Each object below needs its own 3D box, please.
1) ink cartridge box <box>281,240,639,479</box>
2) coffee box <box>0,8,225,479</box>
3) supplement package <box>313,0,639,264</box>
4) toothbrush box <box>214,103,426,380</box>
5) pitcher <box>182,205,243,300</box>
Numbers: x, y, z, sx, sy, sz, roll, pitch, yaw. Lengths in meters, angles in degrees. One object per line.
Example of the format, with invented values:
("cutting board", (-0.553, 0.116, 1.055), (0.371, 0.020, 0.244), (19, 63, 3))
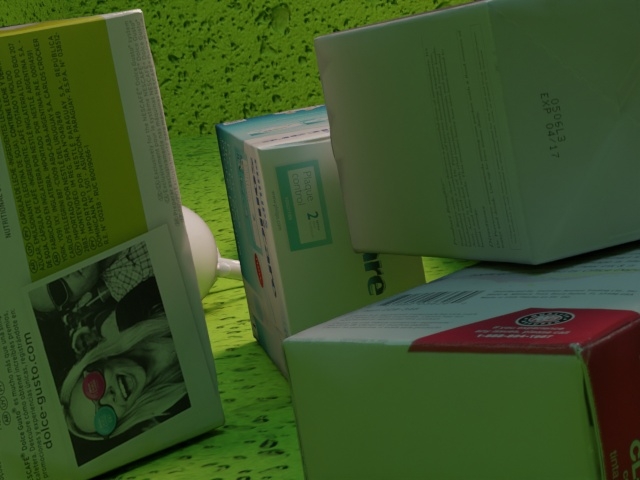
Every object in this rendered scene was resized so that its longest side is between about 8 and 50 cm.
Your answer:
("ink cartridge box", (0.160, 0.083, 1.137), (0.226, 0.131, 0.306), (-3, 10, 41))
("coffee box", (-0.331, 0.022, 1.370), (0.337, 0.338, 0.334), (-1, 12, 45))
("supplement package", (0.140, -0.089, 1.287), (0.175, 0.178, 0.293), (-14, 7, -22))
("toothbrush box", (0.000, 0.000, 1.563), (0.126, 0.216, 0.295), (-12, 10, -9))
("pitcher", (-0.145, 0.024, 1.925), (0.177, 0.126, 0.207), (6, -1, 3))
